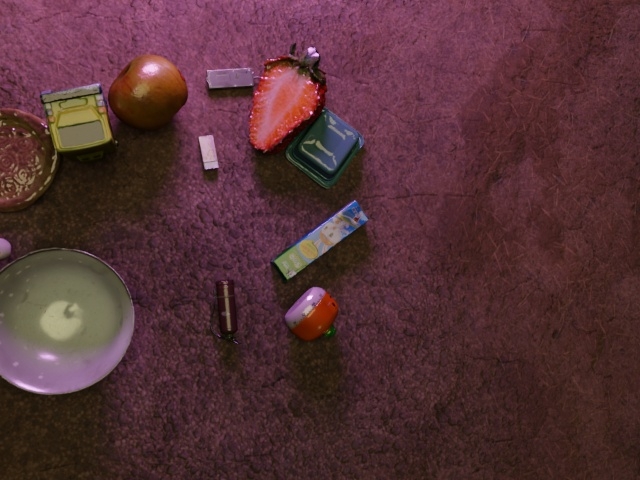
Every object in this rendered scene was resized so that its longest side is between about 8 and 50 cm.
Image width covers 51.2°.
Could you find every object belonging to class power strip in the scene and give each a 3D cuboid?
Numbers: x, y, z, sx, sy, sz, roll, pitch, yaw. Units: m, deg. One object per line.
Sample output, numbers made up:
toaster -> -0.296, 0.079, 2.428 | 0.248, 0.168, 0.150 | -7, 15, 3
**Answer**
power strip -> -0.221, -0.407, 1.682 | 0.136, 0.019, 0.051 | -8, 85, -15

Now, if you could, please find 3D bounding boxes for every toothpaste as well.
toothpaste -> 0.000, 0.000, 1.683 | 0.266, 0.050, 0.065 | -36, 97, -14

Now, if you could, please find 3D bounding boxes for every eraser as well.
eraser -> -0.277, -0.216, 1.650 | 0.038, 0.019, 0.083 | -10, 87, -17

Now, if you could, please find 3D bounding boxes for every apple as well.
apple -> -0.397, -0.339, 1.554 | 0.155, 0.182, 0.182 | 42, 75, -31

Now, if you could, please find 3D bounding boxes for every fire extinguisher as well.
fire extinguisher -> -0.232, 0.175, 1.614 | 0.078, 0.045, 0.157 | -7, 87, 13

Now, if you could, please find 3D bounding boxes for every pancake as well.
pancake -> -0.721, -0.184, 1.521 | 0.250, 0.031, 0.250 | 1, 86, -7

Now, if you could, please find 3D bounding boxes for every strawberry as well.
strawberry -> -0.076, -0.346, 1.672 | 0.188, 0.106, 0.286 | 31, 95, 19

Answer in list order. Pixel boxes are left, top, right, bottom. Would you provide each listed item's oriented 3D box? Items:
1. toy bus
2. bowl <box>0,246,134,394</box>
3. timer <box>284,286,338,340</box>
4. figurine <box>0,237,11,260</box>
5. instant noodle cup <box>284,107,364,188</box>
toy bus -> -0.524, -0.252, 1.471 | 0.128, 0.262, 0.150 | -14, 95, -13
bowl -> -0.569, 0.174, 1.473 | 0.313, 0.146, 0.313 | 1, 86, -14
timer -> -0.011, 0.190, 1.637 | 0.136, 0.099, 0.136 | 0, 90, -3
figurine -> -0.753, 0.018, 1.479 | 0.129, 0.109, 0.178 | -30, 93, 11
instant noodle cup -> 0.015, -0.243, 1.703 | 0.157, 0.070, 0.179 | 36, 78, -7
